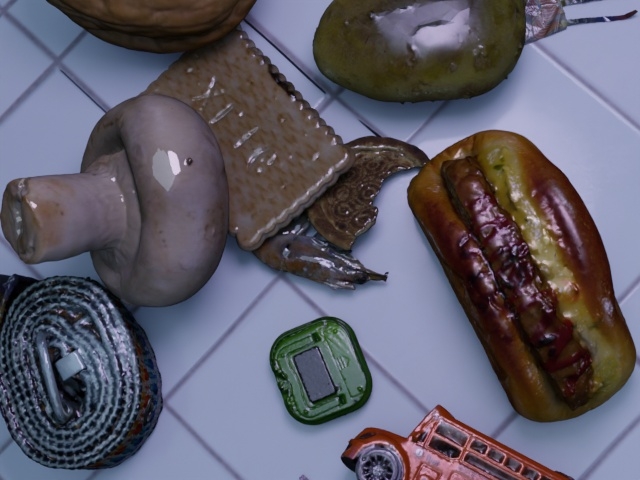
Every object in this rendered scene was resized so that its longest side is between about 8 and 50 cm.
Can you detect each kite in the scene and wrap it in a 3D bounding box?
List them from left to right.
[{"bbox_3d":[0.348,-0.341,1.531,0.229,0.016,0.127,-3,82,11],"label":"kite"}]

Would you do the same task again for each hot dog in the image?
[{"bbox_3d":[0.263,0.035,1.367,0.185,0.223,0.405,-26,77,0],"label":"hot dog"}]

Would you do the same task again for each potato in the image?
[{"bbox_3d":[0.141,-0.289,1.470,0.307,0.173,0.210,-8,81,9],"label":"potato"}]

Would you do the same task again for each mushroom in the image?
[{"bbox_3d":[-0.275,-0.053,1.389,0.290,0.292,0.292,-4,75,-33],"label":"mushroom"}]

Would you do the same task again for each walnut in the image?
[{"bbox_3d":[-0.235,-0.417,1.486,0.344,0.306,0.306,16,82,3],"label":"walnut"}]

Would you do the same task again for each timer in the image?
[{"bbox_3d":[0.000,0.182,1.466,0.128,0.047,0.140,-22,77,5],"label":"timer"}]

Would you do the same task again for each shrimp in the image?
[{"bbox_3d":[0.000,0.000,1.505,0.223,0.047,0.126,20,73,13],"label":"shrimp"}]

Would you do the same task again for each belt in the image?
[{"bbox_3d":[-0.343,0.173,1.461,0.206,0.160,0.295,-15,78,6],"label":"belt"}]

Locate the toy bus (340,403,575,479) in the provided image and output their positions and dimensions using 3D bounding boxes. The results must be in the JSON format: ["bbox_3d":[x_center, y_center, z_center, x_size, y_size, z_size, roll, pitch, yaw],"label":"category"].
[{"bbox_3d":[0.193,0.322,1.368,0.329,0.143,0.153,26,74,13],"label":"toy bus"}]

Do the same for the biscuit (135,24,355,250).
[{"bbox_3d":[-0.118,-0.158,1.531,0.217,0.044,0.325,-42,67,2],"label":"biscuit"}]

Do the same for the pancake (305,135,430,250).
[{"bbox_3d":[0.064,-0.070,1.494,0.184,0.020,0.190,0,63,9],"label":"pancake"}]

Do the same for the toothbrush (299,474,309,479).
[{"bbox_3d":[0.008,0.358,1.452,0.097,0.006,0.008,40,84,13],"label":"toothbrush"}]
